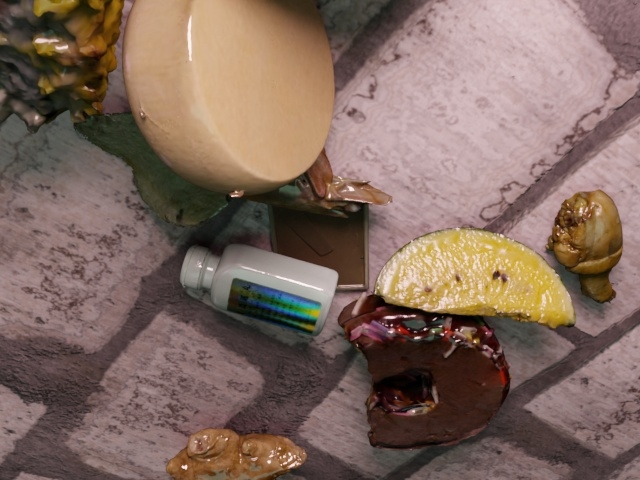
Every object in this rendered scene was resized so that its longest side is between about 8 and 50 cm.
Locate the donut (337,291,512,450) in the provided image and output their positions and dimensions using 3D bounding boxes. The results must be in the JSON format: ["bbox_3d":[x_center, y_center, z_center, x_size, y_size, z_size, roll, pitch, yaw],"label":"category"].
[{"bbox_3d":[0.179,0.209,1.184,0.259,0.136,0.345,-10,131,7],"label":"donut"}]

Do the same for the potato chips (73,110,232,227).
[{"bbox_3d":[-0.213,-0.109,0.932,0.228,0.059,0.167,42,126,-1],"label":"potato chips"}]

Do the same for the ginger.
[{"bbox_3d":[-0.158,0.426,1.370,0.270,0.123,0.219,-30,128,10],"label":"ginger"}]

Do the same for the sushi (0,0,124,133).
[{"bbox_3d":[-0.358,-0.265,0.654,0.351,0.240,0.396,5,160,-15],"label":"sushi"}]

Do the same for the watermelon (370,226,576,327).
[{"bbox_3d":[0.224,0.060,1.065,0.301,0.129,0.123,6,136,-2],"label":"watermelon"}]

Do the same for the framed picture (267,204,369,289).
[{"bbox_3d":[0.000,0.000,1.088,0.150,0.015,0.203,-3,130,2],"label":"framed picture"}]

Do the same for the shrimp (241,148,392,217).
[{"bbox_3d":[-0.047,-0.116,0.954,0.317,0.077,0.168,15,127,-5],"label":"shrimp"}]

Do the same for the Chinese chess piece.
[{"bbox_3d":[-0.091,-0.182,0.780,0.102,0.273,0.273,-1,135,35],"label":"Chinese chess piece"}]

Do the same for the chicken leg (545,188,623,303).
[{"bbox_3d":[0.399,0.019,1.073,0.103,0.088,0.228,-19,134,2],"label":"chicken leg"}]

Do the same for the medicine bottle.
[{"bbox_3d":[-0.095,0.068,1.086,0.229,0.083,0.121,15,139,-2],"label":"medicine bottle"}]
